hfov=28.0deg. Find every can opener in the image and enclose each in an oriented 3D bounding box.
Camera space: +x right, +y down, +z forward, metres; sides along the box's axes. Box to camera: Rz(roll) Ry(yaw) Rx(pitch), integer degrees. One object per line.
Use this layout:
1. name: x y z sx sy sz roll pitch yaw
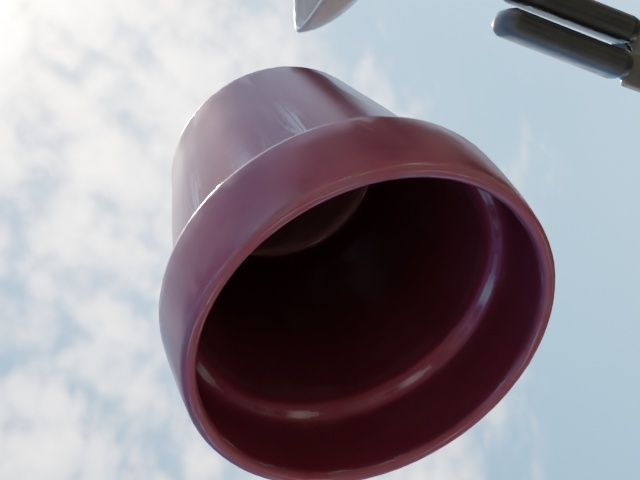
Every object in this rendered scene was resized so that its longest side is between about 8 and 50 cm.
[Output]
1. can opener: 0.298 -0.210 1.390 0.283 0.095 0.076 15 -94 -25

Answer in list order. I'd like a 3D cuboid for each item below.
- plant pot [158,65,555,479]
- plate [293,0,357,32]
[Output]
1. plant pot: 0.000 0.000 0.705 0.201 0.201 0.180 42 -168 -38
2. plate: 0.069 -0.307 0.910 0.045 0.278 0.277 26 -146 -21
